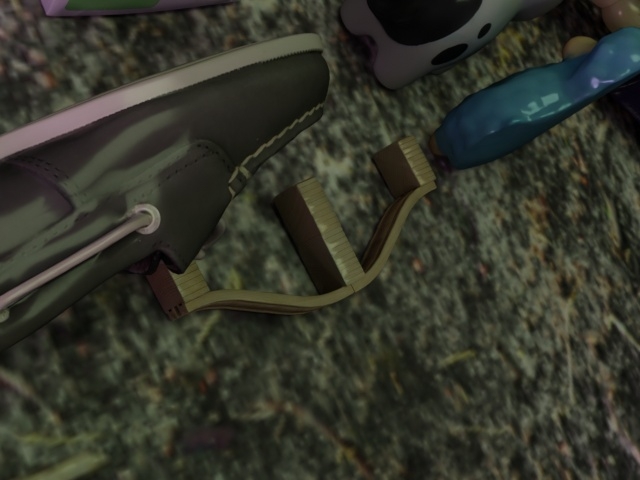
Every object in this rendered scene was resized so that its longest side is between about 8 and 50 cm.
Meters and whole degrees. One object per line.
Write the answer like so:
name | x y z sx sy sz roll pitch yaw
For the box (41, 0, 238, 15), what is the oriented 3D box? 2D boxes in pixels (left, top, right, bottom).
box | -0.061 -0.264 0.408 0.127 0.262 0.231 -15 80 -37

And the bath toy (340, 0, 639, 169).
bath toy | 0.056 -0.220 0.556 0.151 0.129 0.348 -35 91 -39

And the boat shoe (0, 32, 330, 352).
boat shoe | -0.120 0.011 0.355 0.335 0.112 0.095 -28 101 -35

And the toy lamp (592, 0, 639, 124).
toy lamp | 0.197 -0.185 0.655 0.274 0.080 0.080 55 50 -14

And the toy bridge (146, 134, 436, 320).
toy bridge | 0.000 0.000 0.485 0.188 0.026 0.063 -26 88 -39
